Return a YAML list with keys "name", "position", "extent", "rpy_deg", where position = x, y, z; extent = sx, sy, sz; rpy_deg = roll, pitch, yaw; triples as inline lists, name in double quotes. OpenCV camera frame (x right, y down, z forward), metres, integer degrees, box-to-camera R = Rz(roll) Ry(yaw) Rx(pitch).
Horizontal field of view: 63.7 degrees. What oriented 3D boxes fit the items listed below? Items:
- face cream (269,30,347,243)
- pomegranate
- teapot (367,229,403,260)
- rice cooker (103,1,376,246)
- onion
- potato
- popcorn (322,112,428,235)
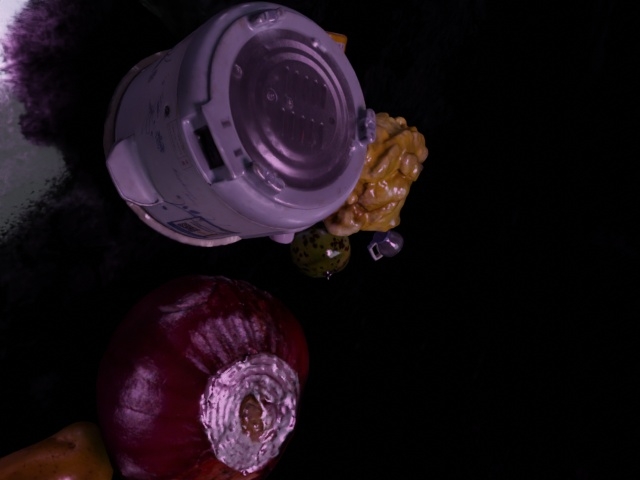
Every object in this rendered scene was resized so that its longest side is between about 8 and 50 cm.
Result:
- name: "face cream"
  position: [-0.039, -0.162, 0.848]
  extent: [0.105, 0.105, 0.349]
  rpy_deg: [-13, 121, -47]
- name: "pomegranate"
  position: [0.000, 0.000, 1.005]
  extent: [0.122, 0.122, 0.161]
  rpy_deg: [40, 44, -54]
- name: "teapot"
  position: [0.151, 0.007, 1.238]
  extent: [0.088, 0.066, 0.057]
  rpy_deg: [-43, 125, 9]
- name: "rice cooker"
  position: [-0.107, -0.126, 0.632]
  extent: [0.316, 0.316, 0.264]
  rpy_deg: [-36, 110, -33]
- name: "onion"
  position: [-0.186, 0.209, 0.743]
  extent: [0.260, 0.282, 0.337]
  rpy_deg: [32, 81, -35]
- name: "potato"
  position: [-0.433, 0.396, 0.667]
  extent: [0.195, 0.176, 0.369]
  rpy_deg: [54, 49, -6]
- name: "popcorn"
  position: [0.084, -0.125, 0.966]
  extent: [0.266, 0.192, 0.233]
  rpy_deg: [-47, 159, -26]
